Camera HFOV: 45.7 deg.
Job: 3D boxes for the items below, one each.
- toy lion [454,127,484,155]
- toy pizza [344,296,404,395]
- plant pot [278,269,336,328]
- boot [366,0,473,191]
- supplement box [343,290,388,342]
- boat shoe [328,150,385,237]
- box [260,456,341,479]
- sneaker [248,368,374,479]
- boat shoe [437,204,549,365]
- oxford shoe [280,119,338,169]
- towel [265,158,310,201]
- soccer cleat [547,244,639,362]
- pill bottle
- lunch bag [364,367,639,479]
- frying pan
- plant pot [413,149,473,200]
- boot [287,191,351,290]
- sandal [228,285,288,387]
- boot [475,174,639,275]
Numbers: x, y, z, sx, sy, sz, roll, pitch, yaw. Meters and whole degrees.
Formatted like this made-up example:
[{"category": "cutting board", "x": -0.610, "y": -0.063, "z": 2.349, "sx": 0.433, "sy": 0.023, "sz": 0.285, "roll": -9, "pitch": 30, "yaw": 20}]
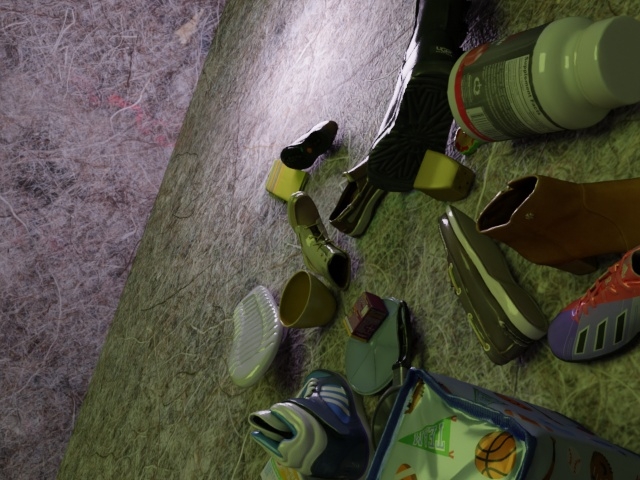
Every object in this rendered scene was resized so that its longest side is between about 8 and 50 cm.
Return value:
[{"category": "toy lion", "x": 0.302, "y": -0.213, "z": 1.491, "sx": 0.100, "sy": 0.034, "sz": 0.096, "roll": 29, "pitch": 103, "yaw": 62}, {"category": "toy pizza", "x": 0.117, "y": 0.211, "z": 1.508, "sx": 0.201, "sy": 0.032, "sz": 0.201, "roll": -41, "pitch": 37, "yaw": 40}, {"category": "plant pot", "x": -0.021, "y": 0.146, "z": 1.735, "sx": 0.134, "sy": 0.095, "sz": 0.134, "roll": -40, "pitch": 39, "yaw": 42}, {"category": "boot", "x": 0.217, "y": -0.372, "z": 1.618, "sx": 0.367, "sy": 0.146, "sz": 0.445, "roll": 116, "pitch": 166, "yaw": -52}, {"category": "supplement box", "x": 0.089, "y": 0.152, "z": 1.518, "sx": 0.083, "sy": 0.043, "sz": 0.055, "roll": -56, "pitch": 29, "yaw": 21}, {"category": "boat shoe", "x": 0.098, "y": -0.135, "z": 1.726, "sx": 0.095, "sy": 0.095, "sz": 0.258, "roll": 27, "pitch": 94, "yaw": 63}, {"category": "box", "x": -0.028, "y": 0.494, "z": 1.482, "sx": 0.114, "sy": 0.103, "sz": 0.203, "roll": -60, "pitch": 28, "yaw": 15}, {"category": "sneaker", "x": -0.038, "y": 0.330, "z": 1.474, "sx": 0.130, "sy": 0.236, "sz": 0.323, "roll": -60, "pitch": 28, "yaw": 14}, {"category": "boat shoe", "x": 0.262, "y": 0.064, "z": 1.269, "sx": 0.097, "sy": 0.116, "sz": 0.324, "roll": -51, "pitch": 37, "yaw": 24}, {"category": "oxford shoe", "x": -0.025, "y": -0.259, "z": 2.072, "sx": 0.227, "sy": 0.083, "sz": 0.096, "roll": -23, "pitch": 23, "yaw": 48}, {"category": "towel", "x": -0.098, "y": -0.170, "z": 2.195, "sx": 0.237, "sy": 0.021, "sz": 0.102, "roll": 31, "pitch": 103, "yaw": 62}, {"category": "soccer cleat", "x": 0.407, "y": 0.064, "z": 0.998, "sx": 0.318, "sy": 0.116, "sz": 0.109, "roll": -39, "pitch": 39, "yaw": 43}, {"category": "pill bottle", "x": 0.371, "y": -0.262, "z": 1.241, "sx": 0.318, "sy": 0.176, "sz": 0.177, "roll": 1, "pitch": 71, "yaw": 61}, {"category": "lunch bag", "x": 0.200, "y": 0.390, "z": 0.894, "sx": 0.239, "sy": 0.327, "sz": 0.386, "roll": 24, "pitch": 90, "yaw": 54}, {"category": "frying pan", "x": 0.166, "y": 0.267, "z": 1.331, "sx": 0.197, "sy": 0.053, "sz": 0.326, "roll": 0, "pitch": 77, "yaw": 53}, {"category": "plant pot", "x": 0.246, "y": -0.121, "z": 1.472, "sx": 0.083, "sy": 0.081, "sz": 0.082, "roll": 19, "pitch": 87, "yaw": 53}, {"category": "boot", "x": 0.000, "y": 0.000, "z": 1.735, "sx": 0.165, "sy": 0.077, "sz": 0.213, "roll": 36, "pitch": 145, "yaw": 60}, {"category": "sandal", "x": -0.138, "y": 0.236, "z": 1.891, "sx": 0.169, "sy": 0.102, "sz": 0.416, "roll": -43, "pitch": 20, "yaw": 14}, {"category": "boot", "x": 0.376, "y": -0.048, "z": 1.035, "sx": 0.295, "sy": 0.211, "sz": 0.104, "roll": -38, "pitch": 40, "yaw": 44}]
